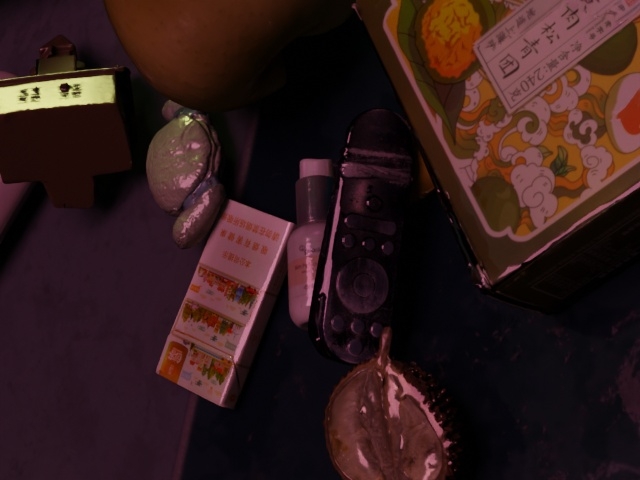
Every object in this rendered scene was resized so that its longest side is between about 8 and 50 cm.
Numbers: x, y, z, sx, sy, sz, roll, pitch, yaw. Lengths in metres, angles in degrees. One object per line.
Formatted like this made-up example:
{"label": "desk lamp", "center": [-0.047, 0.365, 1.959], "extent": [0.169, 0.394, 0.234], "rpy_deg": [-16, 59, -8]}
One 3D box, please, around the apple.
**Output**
{"label": "apple", "center": [-0.119, -0.291, 1.599], "extent": [0.295, 0.233, 0.258], "rpy_deg": [-41, 83, 35]}

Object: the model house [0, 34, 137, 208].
{"label": "model house", "center": [-0.328, -0.176, 1.845], "extent": [0.180, 0.176, 0.248], "rpy_deg": [-6, 41, -3]}

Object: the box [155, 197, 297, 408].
{"label": "box", "center": [-0.106, 0.069, 1.659], "extent": [0.122, 0.032, 0.220], "rpy_deg": [21, 90, 41]}

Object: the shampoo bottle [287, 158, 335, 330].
{"label": "shampoo bottle", "center": [0.000, 0.000, 1.570], "extent": [0.074, 0.074, 0.192], "rpy_deg": [-14, 68, 34]}

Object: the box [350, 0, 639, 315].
{"label": "box", "center": [0.271, -0.193, 1.374], "extent": [0.420, 0.138, 0.373], "rpy_deg": [-36, 57, 24]}

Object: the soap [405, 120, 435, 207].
{"label": "soap", "center": [0.082, -0.074, 1.546], "extent": [0.140, 0.045, 0.089], "rpy_deg": [-33, 64, 24]}

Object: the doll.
{"label": "doll", "center": [-0.160, -0.090, 1.720], "extent": [0.103, 0.071, 0.214], "rpy_deg": [-36, 48, 33]}

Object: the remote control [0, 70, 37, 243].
{"label": "remote control", "center": [-0.484, -0.076, 1.951], "extent": [0.221, 0.103, 0.332], "rpy_deg": [39, 102, 32]}

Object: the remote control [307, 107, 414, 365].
{"label": "remote control", "center": [0.040, -0.004, 1.493], "extent": [0.066, 0.090, 0.266], "rpy_deg": [-4, 75, 64]}

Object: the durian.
{"label": "durian", "center": [0.083, 0.177, 1.439], "extent": [0.148, 0.091, 0.189], "rpy_deg": [-7, 95, 35]}
